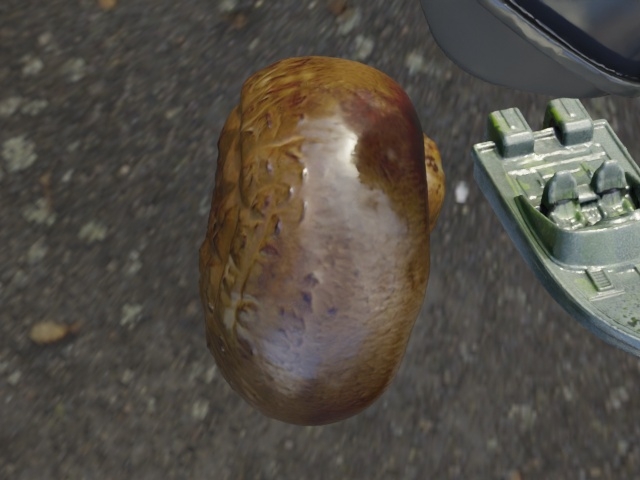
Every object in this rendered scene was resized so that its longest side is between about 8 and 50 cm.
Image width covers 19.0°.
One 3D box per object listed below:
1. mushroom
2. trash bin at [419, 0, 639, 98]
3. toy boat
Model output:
[{"bbox_3d":[0.000,0.000,1.229,0.153,0.253,0.253,7,105,-2],"label":"mushroom"},{"bbox_3d":[0.172,-0.205,0.934,0.182,0.209,0.290,37,146,-10],"label":"trash bin"},{"bbox_3d":[0.252,-0.005,1.717,0.141,0.319,0.092,-12,137,-16],"label":"toy boat"}]
